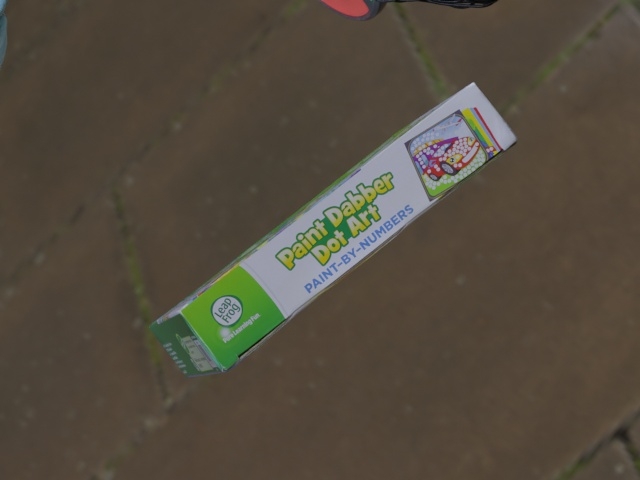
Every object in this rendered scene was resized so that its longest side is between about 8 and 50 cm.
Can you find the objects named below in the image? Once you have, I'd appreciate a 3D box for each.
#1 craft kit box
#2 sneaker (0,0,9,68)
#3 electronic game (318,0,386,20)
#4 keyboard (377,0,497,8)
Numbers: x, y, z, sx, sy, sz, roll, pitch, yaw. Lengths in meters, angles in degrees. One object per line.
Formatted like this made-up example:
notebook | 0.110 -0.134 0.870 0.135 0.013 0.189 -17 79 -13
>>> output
craft kit box | 0.000 0.000 1.308 0.247 0.061 0.250 -35 2 -11
sneaker | -0.236 -0.124 1.140 0.150 0.135 0.366 -35 18 12
electronic game | -0.018 -0.295 1.700 0.048 0.229 0.229 -39 31 -14
keyboard | 0.107 -0.202 1.380 0.100 0.192 0.038 99 172 -54
